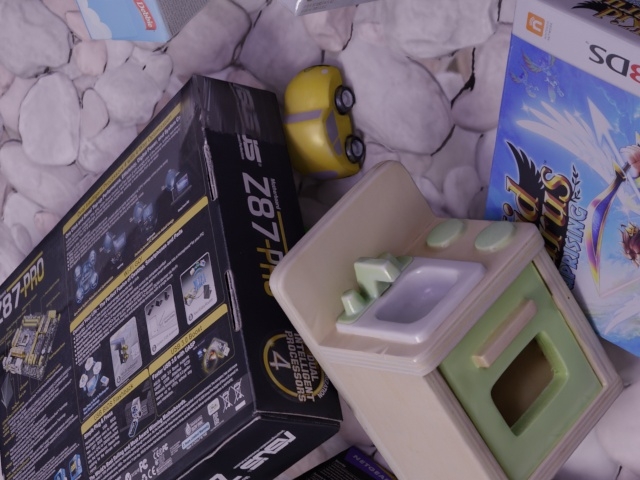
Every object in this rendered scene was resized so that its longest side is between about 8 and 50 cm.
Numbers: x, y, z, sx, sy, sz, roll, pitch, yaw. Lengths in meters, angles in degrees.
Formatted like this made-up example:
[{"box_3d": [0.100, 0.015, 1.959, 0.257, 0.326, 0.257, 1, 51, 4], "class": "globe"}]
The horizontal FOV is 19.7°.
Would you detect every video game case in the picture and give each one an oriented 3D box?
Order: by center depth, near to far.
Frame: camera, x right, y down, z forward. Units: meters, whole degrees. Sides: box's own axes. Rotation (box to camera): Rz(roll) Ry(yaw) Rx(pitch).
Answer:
[{"box_3d": [0.239, -0.035, 1.328, 0.244, 0.061, 0.269, 30, 137, 27], "class": "video game case"}]

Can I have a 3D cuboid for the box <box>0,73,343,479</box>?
[{"box_3d": [-0.152, 0.098, 1.569, 0.395, 0.097, 0.318, -42, 50, 41], "class": "box"}]

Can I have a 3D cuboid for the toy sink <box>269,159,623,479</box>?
[{"box_3d": [0.100, 0.071, 1.380, 0.131, 0.153, 0.234, 4, 133, 52], "class": "toy sink"}]

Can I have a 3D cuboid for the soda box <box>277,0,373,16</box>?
[{"box_3d": [0.034, -0.227, 1.374, 0.069, 0.216, 0.074, 41, 122, 20], "class": "soda box"}]

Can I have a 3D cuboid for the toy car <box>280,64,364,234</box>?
[{"box_3d": [0.000, 0.000, 1.563, 0.239, 0.053, 0.225, 52, 125, 13], "class": "toy car"}]

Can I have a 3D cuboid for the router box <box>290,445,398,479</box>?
[{"box_3d": [-0.062, 0.350, 1.586, 0.081, 0.243, 0.309, 35, 120, 23], "class": "router box"}]

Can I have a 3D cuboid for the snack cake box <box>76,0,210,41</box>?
[{"box_3d": [-0.156, -0.309, 1.472, 0.089, 0.152, 0.264, 6, 129, 35], "class": "snack cake box"}]
